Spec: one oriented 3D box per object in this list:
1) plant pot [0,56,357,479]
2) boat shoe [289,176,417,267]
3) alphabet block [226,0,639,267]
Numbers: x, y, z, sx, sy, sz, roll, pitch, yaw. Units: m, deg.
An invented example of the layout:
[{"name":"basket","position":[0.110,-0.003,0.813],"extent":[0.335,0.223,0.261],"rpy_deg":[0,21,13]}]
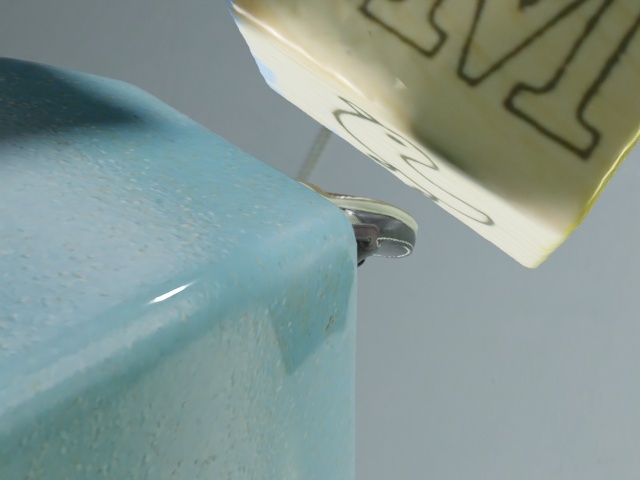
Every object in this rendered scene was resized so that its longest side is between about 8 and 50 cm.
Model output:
[{"name":"plant pot","position":[-0.123,0.065,0.505],"extent":[0.252,0.247,0.248],"rpy_deg":[-29,44,-33]},{"name":"boat shoe","position":[0.000,0.000,1.153],"extent":[0.080,0.223,0.073],"rpy_deg":[-12,73,37]},{"name":"alphabet block","position":[0.093,-0.122,0.727],"extent":[0.197,0.192,0.193],"rpy_deg":[35,89,7]}]
